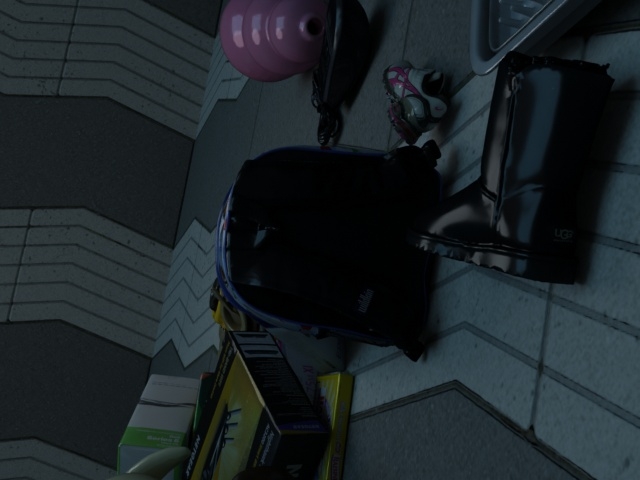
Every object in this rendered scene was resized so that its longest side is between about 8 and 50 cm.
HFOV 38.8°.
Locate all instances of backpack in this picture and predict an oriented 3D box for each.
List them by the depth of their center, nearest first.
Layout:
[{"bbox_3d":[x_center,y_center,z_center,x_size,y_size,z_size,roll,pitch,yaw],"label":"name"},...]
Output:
[{"bbox_3d":[0.000,0.000,1.143,0.213,0.264,0.276,153,127,-68],"label":"backpack"}]

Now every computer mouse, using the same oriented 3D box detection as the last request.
[{"bbox_3d":[0.040,-0.315,1.588,0.272,0.072,0.188,103,166,-50],"label":"computer mouse"}]

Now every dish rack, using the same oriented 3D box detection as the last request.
[{"bbox_3d":[0.255,-0.334,0.888,0.333,0.072,0.285,140,139,-63],"label":"dish rack"}]

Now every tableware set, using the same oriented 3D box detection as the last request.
[{"bbox_3d":[-0.146,0.168,1.504,0.128,0.039,0.194,37,134,39],"label":"tableware set"}]

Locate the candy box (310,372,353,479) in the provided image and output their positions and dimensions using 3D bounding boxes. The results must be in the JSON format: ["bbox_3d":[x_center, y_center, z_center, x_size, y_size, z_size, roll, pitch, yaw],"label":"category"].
[{"bbox_3d":[0.007,0.297,1.317,0.105,0.027,0.205,153,127,-66],"label":"candy box"}]

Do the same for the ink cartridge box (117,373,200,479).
[{"bbox_3d":[-0.295,0.401,1.703,0.273,0.115,0.198,-82,-2,-71],"label":"ink cartridge box"}]

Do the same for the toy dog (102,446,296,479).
[{"bbox_3d":[-0.157,0.432,1.167,0.408,0.284,0.395,-15,22,28],"label":"toy dog"}]

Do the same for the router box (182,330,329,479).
[{"bbox_3d":[-0.111,0.332,1.398,0.243,0.081,0.308,52,131,50],"label":"router box"}]

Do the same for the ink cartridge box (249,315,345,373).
[{"bbox_3d":[-0.028,0.052,1.324,0.045,0.224,0.223,-14,56,25],"label":"ink cartridge box"}]

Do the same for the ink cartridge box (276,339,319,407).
[{"bbox_3d":[-0.079,0.319,1.527,0.185,0.065,0.311,-101,27,-54],"label":"ink cartridge box"}]

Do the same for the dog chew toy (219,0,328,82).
[{"bbox_3d":[-0.074,-0.417,1.811,0.332,0.207,0.206,24,101,64],"label":"dog chew toy"}]

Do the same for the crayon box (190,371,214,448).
[{"bbox_3d":[-0.198,0.425,1.696,0.202,0.081,0.318,95,180,-67],"label":"crayon box"}]

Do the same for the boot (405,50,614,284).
[{"bbox_3d":[0.182,-0.076,0.896,0.246,0.094,0.207,-163,82,-66],"label":"boot"}]

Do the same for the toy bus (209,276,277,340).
[{"bbox_3d":[-0.109,0.115,1.589,0.211,0.150,0.220,-95,22,-53],"label":"toy bus"}]

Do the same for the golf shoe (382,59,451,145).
[{"bbox_3d":[0.134,-0.198,1.220,0.086,0.067,0.186,-34,30,19],"label":"golf shoe"}]
